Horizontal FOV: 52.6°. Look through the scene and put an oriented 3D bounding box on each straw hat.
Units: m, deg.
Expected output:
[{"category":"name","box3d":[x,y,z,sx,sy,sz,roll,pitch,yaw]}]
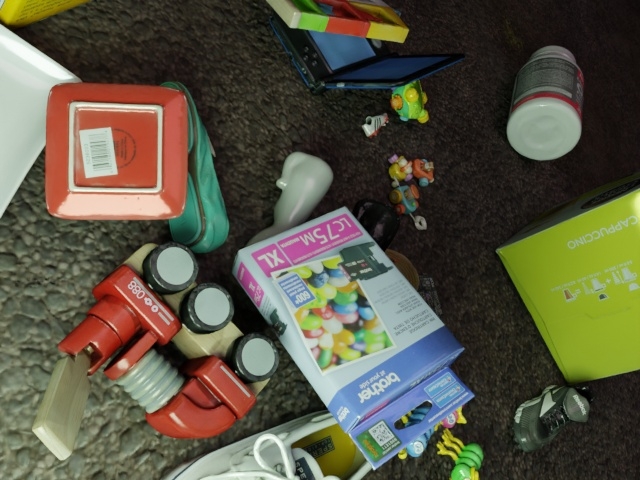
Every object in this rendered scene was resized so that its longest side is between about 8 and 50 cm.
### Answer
[{"category":"straw hat","box3d":[0.092,0.083,1.040,0.061,0.144,0.144,81,25,-43]}]

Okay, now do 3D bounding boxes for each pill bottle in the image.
[{"category":"pill bottle","box3d":[0.587,-0.368,1.677,0.176,0.176,0.318,41,46,-20]}]

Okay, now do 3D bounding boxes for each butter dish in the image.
[{"category":"butter dish","box3d":[-0.244,-0.102,0.793,0.160,0.118,0.160,0,87,-12]}]

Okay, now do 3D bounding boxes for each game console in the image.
[{"category":"game console","box3d":[0.095,-0.384,1.221,0.293,0.173,0.250,-34,94,-48]}]

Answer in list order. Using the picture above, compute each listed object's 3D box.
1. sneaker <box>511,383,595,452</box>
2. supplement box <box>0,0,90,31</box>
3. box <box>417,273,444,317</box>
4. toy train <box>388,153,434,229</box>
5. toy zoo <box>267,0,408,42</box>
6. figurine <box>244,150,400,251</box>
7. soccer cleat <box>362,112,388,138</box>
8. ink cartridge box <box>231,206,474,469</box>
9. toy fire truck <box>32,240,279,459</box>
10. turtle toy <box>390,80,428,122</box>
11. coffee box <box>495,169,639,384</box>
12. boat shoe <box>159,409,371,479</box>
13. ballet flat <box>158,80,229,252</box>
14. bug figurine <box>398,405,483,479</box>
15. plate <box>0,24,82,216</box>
[{"category":"sneaker","box3d":[0.446,0.322,1.219,0.234,0.106,0.078,-17,79,-47]},{"category":"supplement box","box3d":[-0.302,-0.438,0.736,0.194,0.356,0.195,51,43,-10]},{"category":"box","box3d":[0.183,0.101,1.155,0.067,0.018,0.083,1,68,-43]},{"category":"toy train","box3d":[0.187,-0.109,1.252,0.125,0.046,0.166,29,51,-29]},{"category":"toy zoo","box3d":[0.034,-0.434,1.198,0.293,0.030,0.192,-4,45,-32]},{"category":"figurine","box3d":[0.000,0.000,0.978,0.215,0.092,0.209,34,52,-14]},{"category":"soccer cleat","box3d":[0.106,-0.230,1.255,0.035,0.029,0.083,50,48,-17]},{"category":"ink cartridge box","box3d":[0.047,0.107,0.830,0.186,0.065,0.311,-24,66,-31]},{"category":"toy fire truck","box3d":[-0.187,0.147,0.698,0.217,0.158,0.246,50,55,-12]},{"category":"turtle toy","box3d":[0.177,-0.301,1.331,0.095,0.066,0.130,47,36,-51]},{"category":"coffee box","box3d":[0.651,0.059,1.386,0.334,0.337,0.338,-26,87,-47]},{"category":"boat shoe","box3d":[-0.040,0.283,0.741,0.367,0.156,0.136,-10,75,-46]},{"category":"ballet flat","box3d":[-0.178,-0.095,0.887,0.087,0.083,0.247,24,49,-63]},{"category":"bug figurine","box3d":[0.182,0.319,0.937,0.216,0.072,0.279,-45,121,-54]},{"category":"plate","box3d":[-0.434,-0.156,0.689,0.277,0.045,0.278,35,48,-26]}]
